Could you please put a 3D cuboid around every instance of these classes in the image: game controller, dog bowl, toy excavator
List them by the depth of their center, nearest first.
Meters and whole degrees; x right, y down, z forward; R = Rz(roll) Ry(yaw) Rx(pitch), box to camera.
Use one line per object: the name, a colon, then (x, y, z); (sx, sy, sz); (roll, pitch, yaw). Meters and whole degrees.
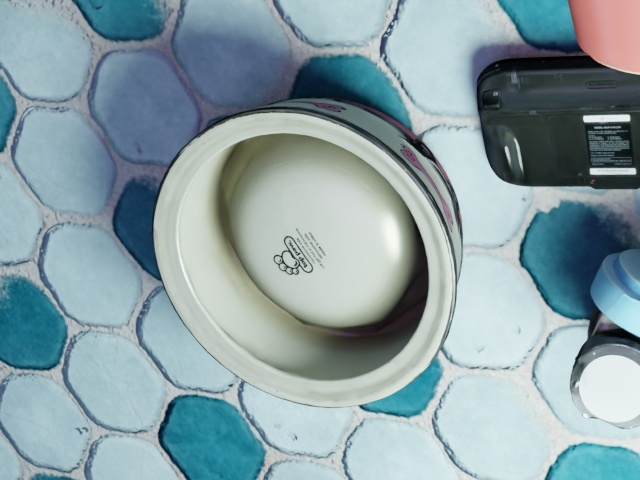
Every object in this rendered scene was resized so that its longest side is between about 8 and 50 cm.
toy excavator: (0.544, 0.050, 1.683); (0.433, 0.222, 0.445); (25, 113, 10)
game controller: (0.339, -0.136, 1.766); (0.319, 0.067, 0.166); (1, 129, 24)
dog bowl: (0.000, 0.000, 1.922); (0.408, 0.150, 0.408); (10, 118, 19)

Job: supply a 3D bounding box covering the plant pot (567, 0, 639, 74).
plant pot: (0.360, -0.319, 1.555); (0.275, 0.275, 0.243); (7, 125, 21)
